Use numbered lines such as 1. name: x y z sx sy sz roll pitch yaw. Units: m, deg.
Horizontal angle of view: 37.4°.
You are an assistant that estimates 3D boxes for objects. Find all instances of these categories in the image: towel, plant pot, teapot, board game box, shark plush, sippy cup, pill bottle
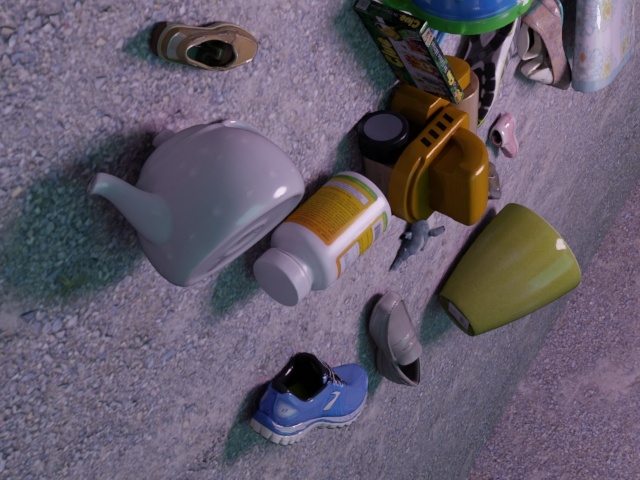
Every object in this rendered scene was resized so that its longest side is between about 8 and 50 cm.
1. towel: 0.674 -0.549 2.237 0.374 0.090 0.320 -42 132 -52
2. plant pot: 0.452 0.100 2.386 0.294 0.275 0.274 -38 146 -12
3. teapot: -0.156 -0.073 1.283 0.253 0.187 0.256 -38 175 -7
4. board game box: 0.156 -0.322 1.623 0.030 0.136 0.260 -57 151 -4
5. shark plush: 0.198 -0.009 2.083 0.067 0.073 0.161 21 118 -43
6. sippy cup: 0.229 -0.481 1.477 0.305 0.240 0.224 -50 154 -15
7. pill bottle: 0.000 0.000 1.639 0.246 0.136 0.136 -44 147 -31

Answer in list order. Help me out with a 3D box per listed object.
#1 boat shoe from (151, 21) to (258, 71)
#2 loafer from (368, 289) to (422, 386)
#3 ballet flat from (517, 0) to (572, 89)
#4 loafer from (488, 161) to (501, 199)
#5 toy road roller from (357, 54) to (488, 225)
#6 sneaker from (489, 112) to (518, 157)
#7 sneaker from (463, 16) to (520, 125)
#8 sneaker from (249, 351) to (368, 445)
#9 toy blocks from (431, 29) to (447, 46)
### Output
1. boat shoe: -0.137 -0.251 1.262 0.190 0.072 0.068 -18 129 -53
2. loafer: 0.184 0.229 2.167 0.112 0.112 0.319 -49 149 -24
3. ballet flat: 0.500 -0.433 2.162 0.106 0.107 0.316 -37 143 -4
4. loafer: 0.357 -0.141 2.182 0.251 0.095 0.087 3 87 -69
5. toy road roller: 0.236 -0.167 1.775 0.329 0.241 0.202 -46 148 -28
6. sneaker: 0.433 -0.235 2.250 0.070 0.051 0.134 -46 145 -25
7. sneaker: 0.346 -0.361 1.940 0.121 0.111 0.299 -13 127 -60
8. sneaker: 0.001 0.300 1.910 0.330 0.130 0.147 -13 127 -55
9. toy blocks: 0.229 -0.434 1.732 0.148 0.054 0.123 -64 153 2
